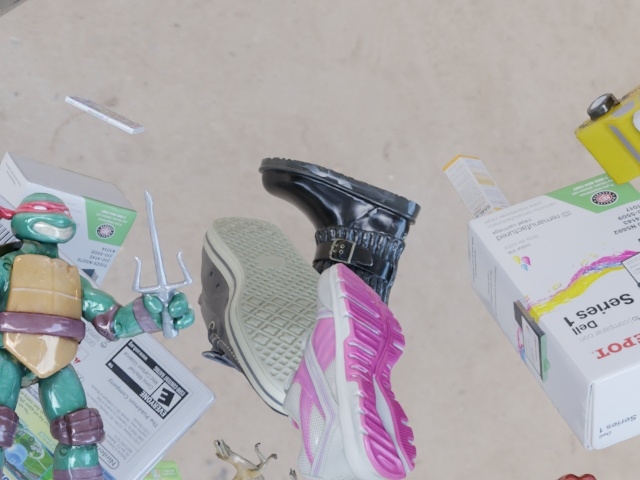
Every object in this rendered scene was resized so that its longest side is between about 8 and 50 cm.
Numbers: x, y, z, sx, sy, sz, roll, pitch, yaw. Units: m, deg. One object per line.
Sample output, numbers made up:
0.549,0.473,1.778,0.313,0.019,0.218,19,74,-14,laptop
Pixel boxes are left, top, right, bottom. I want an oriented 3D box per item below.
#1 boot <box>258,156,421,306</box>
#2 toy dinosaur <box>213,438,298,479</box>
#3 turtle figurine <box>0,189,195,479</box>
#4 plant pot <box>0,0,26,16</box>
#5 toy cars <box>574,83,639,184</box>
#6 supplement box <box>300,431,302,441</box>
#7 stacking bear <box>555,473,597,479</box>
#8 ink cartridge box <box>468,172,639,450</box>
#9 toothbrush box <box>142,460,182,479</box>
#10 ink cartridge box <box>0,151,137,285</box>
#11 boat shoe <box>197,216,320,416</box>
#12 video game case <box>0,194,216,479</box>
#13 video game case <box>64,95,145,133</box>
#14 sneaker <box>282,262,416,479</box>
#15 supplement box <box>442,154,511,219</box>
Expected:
0.000,0.000,2.059,0.260,0.348,0.131,-68,161,-5,boot
-0.076,0.335,1.416,0.183,0.092,0.053,66,17,5,toy dinosaur
-0.168,0.051,0.661,0.175,0.118,0.234,5,77,-25,turtle figurine
-0.489,-0.439,1.491,0.280,0.323,0.323,-46,127,-1,plant pot
0.459,-0.113,1.110,0.087,0.393,0.176,-57,148,-53,toy cars
0.000,0.302,2.012,0.080,0.188,0.104,-9,98,3,supplement box
0.176,0.287,0.863,0.289,0.175,0.164,43,39,-79,stacking bear
0.315,0.068,1.195,0.201,0.278,0.117,-19,133,-10,ink cartridge box
-0.349,0.582,2.093,0.122,0.283,0.206,-39,151,27,toothbrush box
-0.354,0.020,1.344,0.160,0.092,0.219,16,109,-41,ink cartridge box
-0.074,0.125,1.546,0.186,0.500,0.156,5,112,-20,boat shoe
-0.327,0.160,1.103,0.329,0.036,0.300,41,72,8,video game case
-0.354,-0.208,1.775,0.122,0.087,0.011,26,99,0,video game case
0.013,0.129,1.029,0.111,0.252,0.103,-31,127,26,sneaker
0.227,-0.074,1.557,0.036,0.098,0.062,-42,154,29,supplement box
